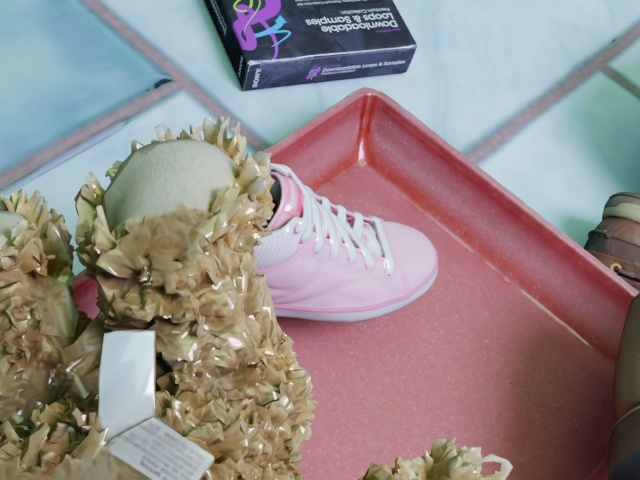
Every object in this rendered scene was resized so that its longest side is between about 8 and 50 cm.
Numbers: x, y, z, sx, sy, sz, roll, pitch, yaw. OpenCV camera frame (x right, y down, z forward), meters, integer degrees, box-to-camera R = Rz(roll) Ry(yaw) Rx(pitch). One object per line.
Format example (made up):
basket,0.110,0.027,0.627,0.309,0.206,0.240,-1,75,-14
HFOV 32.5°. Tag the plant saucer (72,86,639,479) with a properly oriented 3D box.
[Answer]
plant saucer,0.034,0.064,0.544,0.259,0.047,0.258,41,53,16

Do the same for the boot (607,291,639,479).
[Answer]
boot,0.275,0.101,0.518,0.305,0.112,0.115,23,47,-13

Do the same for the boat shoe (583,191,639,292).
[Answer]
boat shoe,0.225,0.043,0.611,0.178,0.064,0.060,33,82,13

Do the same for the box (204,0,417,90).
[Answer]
box,-0.020,-0.169,0.724,0.116,0.029,0.162,-9,55,-21

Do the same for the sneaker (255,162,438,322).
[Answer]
sneaker,0.000,0.000,0.510,0.134,0.070,0.051,-2,52,-18

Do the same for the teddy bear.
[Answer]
teddy bear,-0.060,0.115,0.411,0.245,0.113,0.338,-33,69,-7
